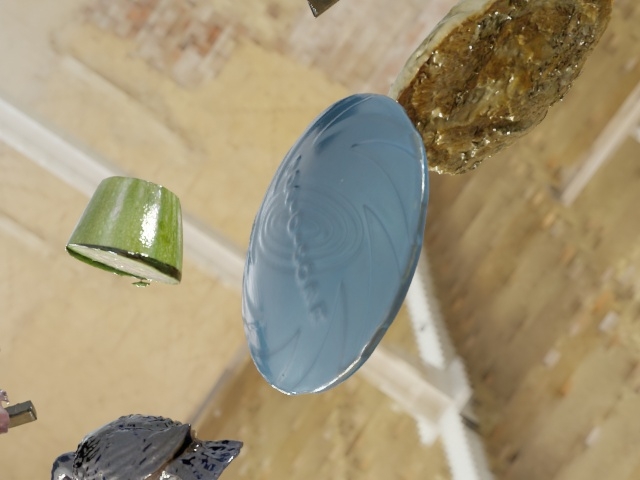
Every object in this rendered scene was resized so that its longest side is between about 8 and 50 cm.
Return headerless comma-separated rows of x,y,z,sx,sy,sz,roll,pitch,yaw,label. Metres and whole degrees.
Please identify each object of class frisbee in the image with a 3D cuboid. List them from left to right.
-0.005,-0.002,1.544,0.289,0.049,0.289,-34,-132,47,frisbee

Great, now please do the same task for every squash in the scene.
-0.263,-0.009,2.352,0.170,0.170,0.123,149,-44,-64,squash

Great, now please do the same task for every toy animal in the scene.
-0.204,0.284,1.966,0.122,0.185,0.298,-34,174,-42,toy animal

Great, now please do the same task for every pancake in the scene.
0.228,-0.217,2.146,0.356,0.356,0.065,-51,-124,22,pancake

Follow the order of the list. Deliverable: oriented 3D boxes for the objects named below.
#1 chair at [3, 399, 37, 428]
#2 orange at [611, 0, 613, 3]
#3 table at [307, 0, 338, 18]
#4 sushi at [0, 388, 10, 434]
-0.592,0.302,2.180,0.203,0.416,0.240,74,5,-51,chair
0.306,-0.369,2.370,0.219,0.219,0.193,-111,-147,-76,orange
-0.002,-0.348,2.151,0.083,0.082,0.070,-36,-153,10,table
-0.480,0.182,2.037,0.107,0.241,0.161,0,138,-52,sushi
